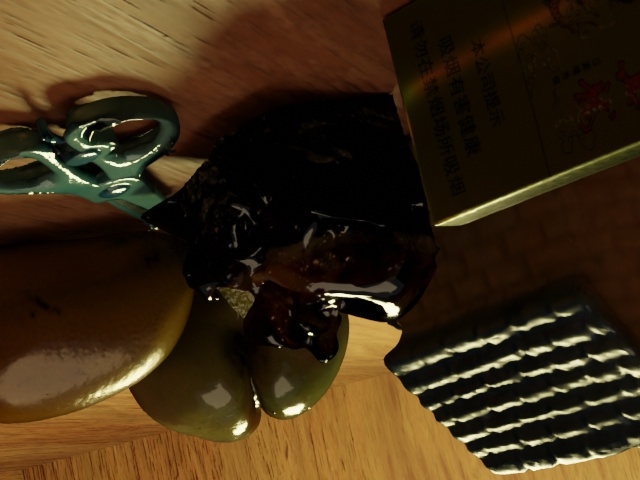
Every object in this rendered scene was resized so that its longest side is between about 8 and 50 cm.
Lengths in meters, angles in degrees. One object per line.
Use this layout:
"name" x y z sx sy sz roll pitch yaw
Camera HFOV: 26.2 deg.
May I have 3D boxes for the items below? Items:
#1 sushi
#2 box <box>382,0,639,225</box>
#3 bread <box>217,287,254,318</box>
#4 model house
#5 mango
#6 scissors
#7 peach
"sushi" 0.001 0.000 1.294 0.215 0.212 0.227 -14 167 -43
"box" 0.184 -0.137 0.962 0.311 0.173 0.043 -22 166 41
"bread" -0.069 0.010 1.533 0.114 0.111 0.129 -20 130 12
"model house" 0.303 0.060 1.491 0.445 0.400 0.395 -5 163 -36
"mango" -0.285 0.090 1.507 0.317 0.173 0.211 -18 128 -9
"scissors" -0.188 -0.060 1.266 0.180 0.032 0.393 -16 168 6
"peach" -0.107 0.117 1.710 0.292 0.247 0.292 -28 -170 5
